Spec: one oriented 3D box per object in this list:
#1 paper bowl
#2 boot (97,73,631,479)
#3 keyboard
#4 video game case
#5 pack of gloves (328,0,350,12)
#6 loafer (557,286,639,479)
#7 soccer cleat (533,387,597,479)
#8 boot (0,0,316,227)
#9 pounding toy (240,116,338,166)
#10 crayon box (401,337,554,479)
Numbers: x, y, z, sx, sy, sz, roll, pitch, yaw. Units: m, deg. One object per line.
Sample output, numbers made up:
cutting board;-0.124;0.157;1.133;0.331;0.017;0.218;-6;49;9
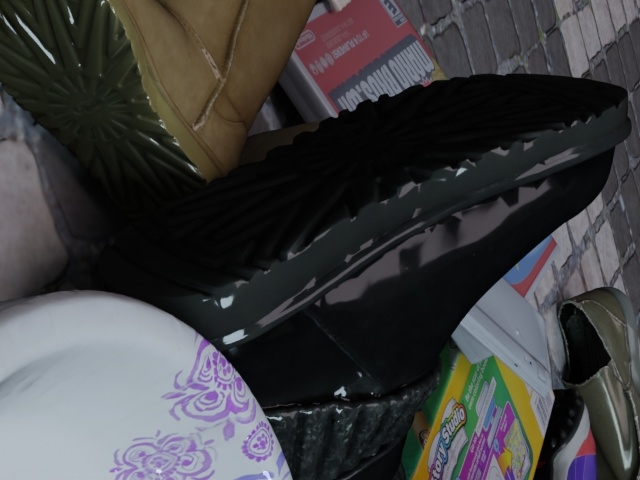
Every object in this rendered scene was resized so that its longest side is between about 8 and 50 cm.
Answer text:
paper bowl;-0.131;0.168;0.489;0.284;0.148;0.284;25;60;-57
boot;0.044;0.064;0.715;0.348;0.131;0.260;-26;121;-24
keyboard;0.097;0.026;0.870;0.256;0.014;0.072;40;36;-39
video game case;0.079;-0.067;0.969;0.285;0.025;0.204;56;33;-6
pack of gloves;0.002;-0.323;0.943;0.195;0.046;0.232;-47;118;-25
loafer;0.303;0.171;1.346;0.087;0.094;0.251;7;65;-35
soccer cleat;0.186;0.252;1.076;0.116;0.108;0.318;69;28;-17
boot;-0.091;-0.161;0.733;0.269;0.089;0.236;-74;147;-41
pounding toy;0.000;0.000;0.820;0.130;0.100;0.141;-45;121;-56
crayon box;0.100;0.155;0.974;0.165;0.081;0.278;65;33;-26
